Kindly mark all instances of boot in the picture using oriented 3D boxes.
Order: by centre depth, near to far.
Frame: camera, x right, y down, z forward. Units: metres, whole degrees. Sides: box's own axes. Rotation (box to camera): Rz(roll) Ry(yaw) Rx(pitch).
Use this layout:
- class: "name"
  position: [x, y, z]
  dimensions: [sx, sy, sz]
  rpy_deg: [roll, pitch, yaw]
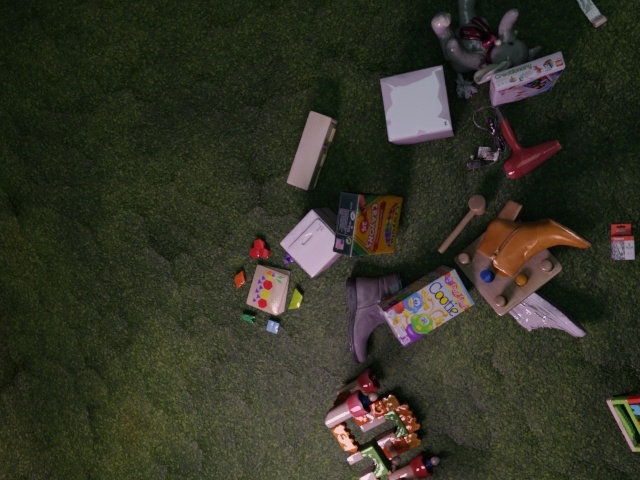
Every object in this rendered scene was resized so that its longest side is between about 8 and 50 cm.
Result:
- class: "boot"
  position: [0.645, 0.024, 1.650]
  dimensions: [0.295, 0.104, 0.211]
  rpy_deg: [33, 103, 34]
- class: "boot"
  position: [0.752, 0.264, 1.818]
  dimensions: [0.258, 0.095, 0.123]
  rpy_deg: [40, 111, 17]
- class: "boot"
  position: [0.212, 0.287, 1.958]
  dimensions: [0.222, 0.118, 0.339]
  rpy_deg: [-3, 102, 8]

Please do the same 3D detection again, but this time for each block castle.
- class: "block castle"
  position: [0.233, 0.700, 1.893]
  dimensions: [0.212, 0.303, 0.454]
  rpy_deg: [-33, 88, 16]

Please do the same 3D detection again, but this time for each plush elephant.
- class: "plush elephant"
  position: [0.531, -0.610, 1.684]
  dimensions: [0.255, 0.272, 0.330]
  rpy_deg: [6, 123, 41]

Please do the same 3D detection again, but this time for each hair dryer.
- class: "hair dryer"
  position: [0.635, -0.312, 1.766]
  dimensions: [0.293, 0.080, 0.224]
  rpy_deg: [10, 116, 12]

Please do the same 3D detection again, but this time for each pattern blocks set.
- class: "pattern blocks set"
  position: [-0.201, 0.186, 2.101]
  dimensions: [0.285, 0.026, 0.325]
  rpy_deg: [28, 103, 11]

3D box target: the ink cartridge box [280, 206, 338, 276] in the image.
- class: "ink cartridge box"
  position: [0.000, 0.000, 1.917]
  dimensions: [0.168, 0.232, 0.171]
  rpy_deg: [45, 106, 7]

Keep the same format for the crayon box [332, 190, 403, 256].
- class: "crayon box"
  position: [0.179, -0.058, 1.817]
  dimensions: [0.081, 0.318, 0.203]
  rpy_deg: [14, 102, 37]

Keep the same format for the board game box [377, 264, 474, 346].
- class: "board game box"
  position: [0.356, 0.218, 1.841]
  dimensions: [0.275, 0.142, 0.144]
  rpy_deg: [-31, 94, -2]

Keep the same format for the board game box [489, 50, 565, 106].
- class: "board game box"
  position: [0.623, -0.484, 1.653]
  dimensions: [0.192, 0.305, 0.053]
  rpy_deg: [-16, 89, 16]

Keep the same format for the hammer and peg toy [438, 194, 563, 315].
- class: "hammer and peg toy"
  position: [0.582, 0.041, 1.804]
  dimensions: [0.266, 0.127, 0.361]
  rpy_deg: [-43, 64, 15]

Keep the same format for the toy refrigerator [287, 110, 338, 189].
- class: "toy refrigerator"
  position: [-0.025, -0.322, 1.959]
  dimensions: [0.094, 0.102, 0.270]
  rpy_deg: [21, 101, 13]

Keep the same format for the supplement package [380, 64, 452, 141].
- class: "supplement package"
  position: [0.323, -0.430, 1.764]
  dimensions: [0.199, 0.262, 0.198]
  rpy_deg: [-8, 94, 16]

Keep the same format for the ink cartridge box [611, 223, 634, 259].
- class: "ink cartridge box"
  position: [0.981, 0.004, 1.748]
  dimensions: [0.062, 0.029, 0.115]
  rpy_deg: [-3, 95, 16]

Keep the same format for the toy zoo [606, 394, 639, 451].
- class: "toy zoo"
  position: [1.086, 0.575, 1.694]
  dimensions: [0.293, 0.030, 0.193]
  rpy_deg: [-30, 87, 53]

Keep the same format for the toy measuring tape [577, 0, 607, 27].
- class: "toy measuring tape"
  position: [0.790, -0.818, 1.670]
  dimensions: [0.121, 0.121, 0.330]
  rpy_deg: [-32, 87, 16]
